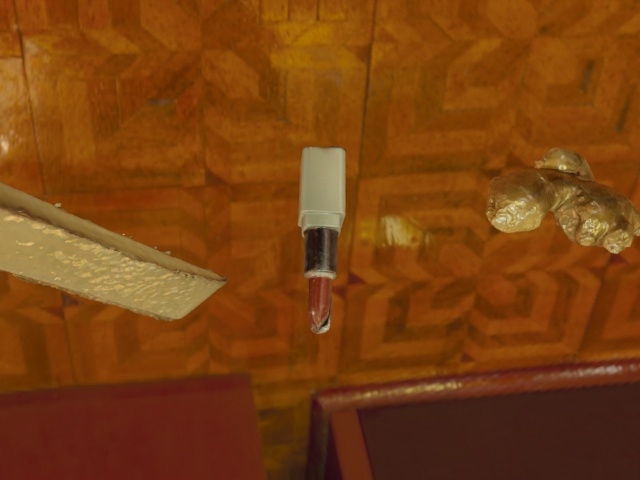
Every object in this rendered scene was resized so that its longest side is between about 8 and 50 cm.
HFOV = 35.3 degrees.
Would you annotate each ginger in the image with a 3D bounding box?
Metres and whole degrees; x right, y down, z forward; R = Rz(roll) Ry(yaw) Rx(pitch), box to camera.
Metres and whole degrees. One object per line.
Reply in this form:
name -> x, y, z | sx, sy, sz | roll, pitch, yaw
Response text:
ginger -> 0.252, -0.032, 1.022 | 0.214, 0.133, 0.059 | -20, 157, -49

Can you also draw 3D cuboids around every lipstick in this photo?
lipstick -> 0.000, 0.000, 0.564 | 0.025, 0.107, 0.025 | 4, 159, -5

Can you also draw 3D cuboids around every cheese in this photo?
cheese -> -0.225, 0.013, 0.920 | 0.085, 0.034, 0.400 | -32, 152, 18
